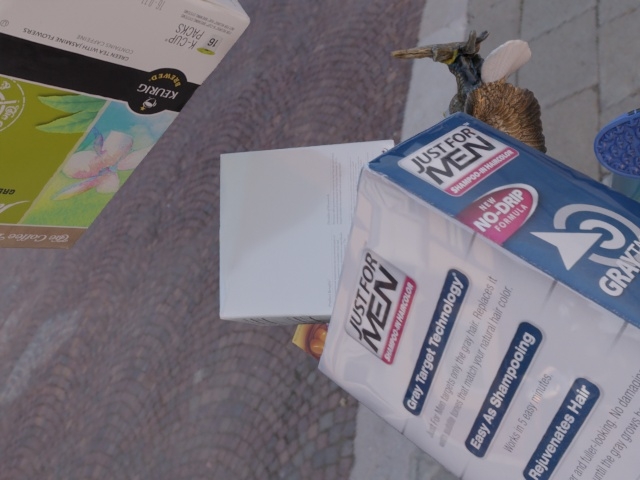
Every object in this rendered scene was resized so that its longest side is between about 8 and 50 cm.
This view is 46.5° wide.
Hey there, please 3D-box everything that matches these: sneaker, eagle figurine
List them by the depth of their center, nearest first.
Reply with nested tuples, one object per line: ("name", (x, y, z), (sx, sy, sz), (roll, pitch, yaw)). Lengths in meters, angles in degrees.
("sneaker", (0.405, -0.122, 0.760), (0.232, 0.081, 0.090), (-8, 20, 38))
("eagle figurine", (0.267, -0.200, 1.291), (0.226, 0.299, 0.225), (-11, 5, 17))

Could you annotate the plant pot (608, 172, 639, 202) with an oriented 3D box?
("plant pot", (0.566, -0.095, 1.205), (0.234, 0.165, 0.166), (102, -178, -59))

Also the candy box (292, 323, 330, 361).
("candy box", (0.036, 0.106, 1.142), (0.109, 0.053, 0.187), (33, 123, 21))

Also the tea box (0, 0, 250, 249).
("tea box", (-0.296, -0.213, 0.668), (0.323, 0.220, 0.329), (-45, 63, 28))

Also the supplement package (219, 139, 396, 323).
("supplement package", (0.000, 0.000, 0.885), (0.203, 0.149, 0.194), (-3, 80, 12))

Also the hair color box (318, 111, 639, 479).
("hair color box", (0.170, 0.089, 0.398), (0.347, 0.174, 0.105), (34, 44, 25))
